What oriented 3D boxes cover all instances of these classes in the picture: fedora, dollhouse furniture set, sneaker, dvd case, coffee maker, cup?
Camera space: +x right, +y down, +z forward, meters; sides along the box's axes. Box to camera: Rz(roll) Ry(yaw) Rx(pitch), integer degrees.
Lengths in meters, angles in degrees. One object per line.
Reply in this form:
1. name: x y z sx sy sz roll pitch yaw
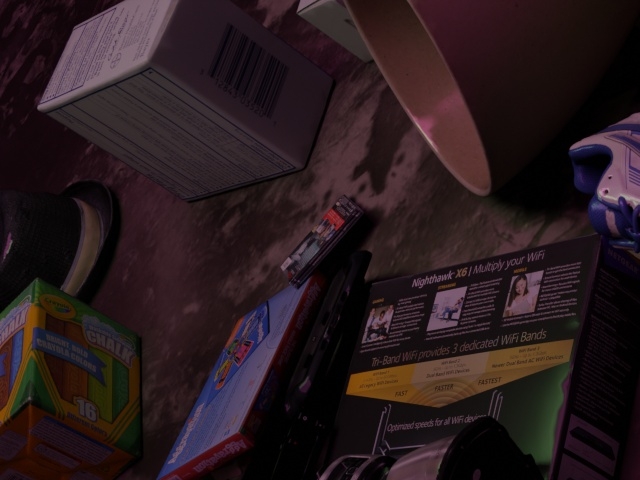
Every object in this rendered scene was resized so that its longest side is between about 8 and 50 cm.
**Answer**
1. fedora: -0.463 0.011 2.267 0.334 0.152 0.334 -35 37 32
2. dollhouse furniture set: -0.097 0.245 1.593 0.151 0.058 0.076 -26 27 48
3. sneaker: 0.295 -0.014 1.197 0.131 0.112 0.296 -20 27 2
4. dvd case: 0.000 0.000 1.709 0.119 0.013 0.087 -48 15 1
5. coffee maker: 0.095 0.241 1.171 0.178 0.120 0.171 -25 83 49
6. cup: 0.181 -0.243 1.461 0.237 0.331 0.331 -30 31 -5

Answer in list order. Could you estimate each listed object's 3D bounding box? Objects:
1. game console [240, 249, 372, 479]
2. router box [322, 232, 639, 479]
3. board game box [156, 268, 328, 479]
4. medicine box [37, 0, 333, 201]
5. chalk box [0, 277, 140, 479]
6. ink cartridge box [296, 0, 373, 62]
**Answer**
1. game console: -0.013 0.167 1.512 0.361 0.044 0.213 -67 6 -26
2. router box: 0.144 0.139 1.337 0.309 0.081 0.243 -15 51 49
3. board game box: -0.083 0.153 1.621 0.145 0.027 0.281 -33 20 36
4. medicine box: -0.181 -0.195 1.937 0.289 0.263 0.149 -12 52 50
5. chalk box: -0.358 0.188 1.924 0.179 0.180 0.289 -41 35 26
6. ink cartridge box: 0.055 -0.336 1.858 0.072 0.127 0.175 -18 48 49
